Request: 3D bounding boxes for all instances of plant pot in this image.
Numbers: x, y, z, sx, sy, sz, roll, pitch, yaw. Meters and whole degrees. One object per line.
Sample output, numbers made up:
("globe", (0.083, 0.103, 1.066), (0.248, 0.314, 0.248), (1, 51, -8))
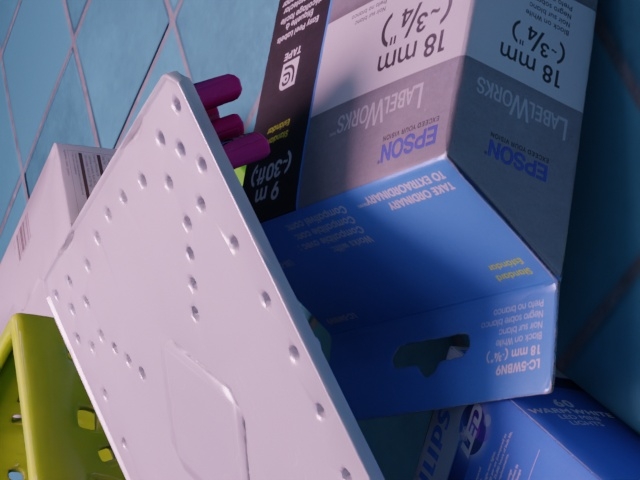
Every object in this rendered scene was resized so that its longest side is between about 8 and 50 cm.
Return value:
("plant pot", (-0.216, 0.224, 1.464), (0.228, 0.207, 0.227), (-54, 40, 44))

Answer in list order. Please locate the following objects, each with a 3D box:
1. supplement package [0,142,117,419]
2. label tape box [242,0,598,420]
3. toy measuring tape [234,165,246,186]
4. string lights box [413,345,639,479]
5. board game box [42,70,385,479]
("supplement package", (-0.236, 0.060, 1.600), (0.262, 0.145, 0.204), (-55, 40, 43))
("label tape box", (0.055, -0.061, 0.999), (0.240, 0.106, 0.333), (-18, 56, 53))
("toy measuring tape", (-0.103, -0.048, 1.387), (0.330, 0.121, 0.121), (-5, 80, 63))
("string lights box", (0.149, 0.176, 0.904), (0.260, 0.077, 0.133), (42, 122, 57))
("board game box", (-0.062, 0.127, 1.081), (0.390, 0.050, 0.390), (64, 151, 12))
